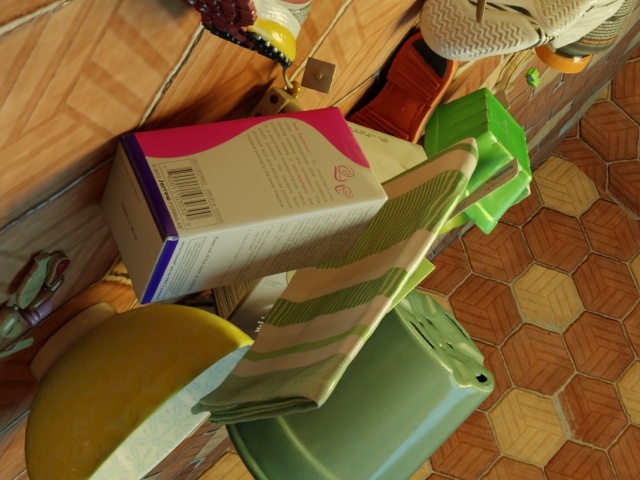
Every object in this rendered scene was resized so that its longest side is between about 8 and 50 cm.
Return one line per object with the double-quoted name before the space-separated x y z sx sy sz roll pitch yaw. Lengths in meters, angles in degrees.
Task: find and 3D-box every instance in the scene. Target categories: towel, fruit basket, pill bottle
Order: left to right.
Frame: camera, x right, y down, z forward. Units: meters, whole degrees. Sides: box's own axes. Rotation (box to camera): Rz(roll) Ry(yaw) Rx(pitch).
"towel" 0.017 0.042 1.039 0.325 0.038 0.248 -53 -165 -29
"fruit basket" 0.174 -0.067 1.685 0.353 0.165 0.327 -44 -164 25
"pill bottle" 0.400 -0.365 1.552 0.130 0.130 0.245 -37 158 -38

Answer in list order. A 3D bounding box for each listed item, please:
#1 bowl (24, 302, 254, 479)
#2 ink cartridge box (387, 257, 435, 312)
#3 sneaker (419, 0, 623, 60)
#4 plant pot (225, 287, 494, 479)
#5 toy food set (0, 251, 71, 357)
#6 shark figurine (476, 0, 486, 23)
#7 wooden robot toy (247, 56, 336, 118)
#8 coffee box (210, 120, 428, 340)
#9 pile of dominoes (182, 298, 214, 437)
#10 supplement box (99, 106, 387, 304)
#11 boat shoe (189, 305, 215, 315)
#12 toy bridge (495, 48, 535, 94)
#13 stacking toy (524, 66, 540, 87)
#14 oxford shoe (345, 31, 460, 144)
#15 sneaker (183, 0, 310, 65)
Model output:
"bowl" -0.227 0.162 1.166 0.289 0.156 0.289 -44 170 -9
"ink cartridge box" 0.050 0.011 1.519 0.109 0.209 0.062 -40 166 -25
"sneaker" 0.275 -0.303 1.333 0.366 0.137 0.210 -28 174 -12
"plant pot" 0.078 0.252 1.705 0.334 0.341 0.341 -44 171 16
"toy food set" -0.268 0.053 0.974 0.122 0.019 0.078 -58 166 21
"shark figurine" 0.146 -0.318 0.954 0.278 0.116 0.166 132 -26 -64
"wooden robot toy" -0.040 -0.119 1.070 0.173 0.076 0.079 -48 180 15
"coffee box" 0.000 0.000 1.339 0.168 0.119 0.297 14 130 -31
"pile of dominoes" -0.198 0.179 1.540 0.251 0.040 0.196 -49 136 9
"supplement box" -0.069 -0.035 0.946 0.220 0.111 0.114 -12 153 -30
"boat shoe" -0.134 0.161 1.455 0.320 0.103 0.118 -6 129 -36
"toy bridge" 0.376 -0.338 1.964 0.063 0.026 0.188 -37 165 -39
"stacking toy" 0.469 -0.385 1.981 0.167 0.052 0.221 -52 176 -12
"oxford shoe" 0.103 -0.163 1.389 0.271 0.097 0.098 -51 175 31
"sneaker" -0.057 -0.195 0.710 0.092 0.088 0.225 -66 169 0
